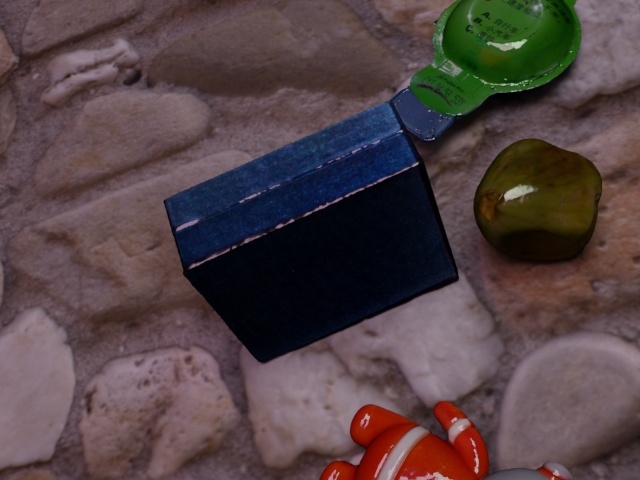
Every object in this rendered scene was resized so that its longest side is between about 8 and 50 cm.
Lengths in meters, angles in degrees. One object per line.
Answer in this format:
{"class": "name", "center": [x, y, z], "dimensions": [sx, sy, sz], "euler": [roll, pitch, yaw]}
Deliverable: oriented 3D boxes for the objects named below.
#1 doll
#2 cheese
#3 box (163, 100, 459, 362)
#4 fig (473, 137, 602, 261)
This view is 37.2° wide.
{"class": "doll", "center": [0.160, 0.287, 1.009], "dimensions": [0.336, 0.105, 0.200], "euler": [18, 66, 33]}
{"class": "cheese", "center": [0.224, -0.254, 1.304], "dimensions": [0.320, 0.083, 0.204], "euler": [-43, 60, -13]}
{"class": "box", "center": [0.000, 0.000, 1.119], "dimensions": [0.279, 0.261, 0.116], "euler": [-23, 55, 3]}
{"class": "fig", "center": [0.255, -0.044, 1.140], "dimensions": [0.166, 0.154, 0.144], "euler": [-19, 6, -34]}
